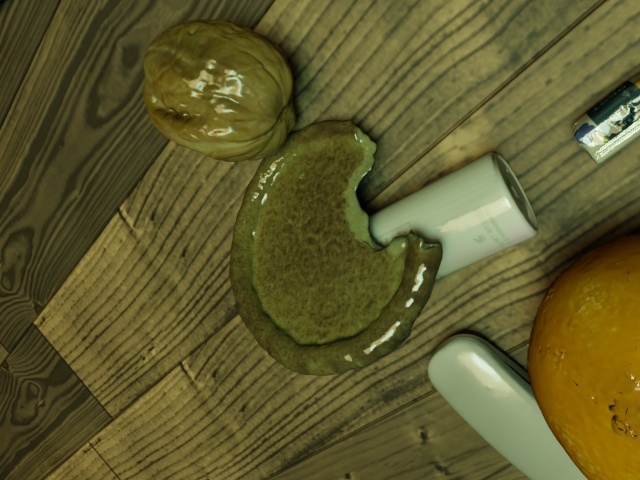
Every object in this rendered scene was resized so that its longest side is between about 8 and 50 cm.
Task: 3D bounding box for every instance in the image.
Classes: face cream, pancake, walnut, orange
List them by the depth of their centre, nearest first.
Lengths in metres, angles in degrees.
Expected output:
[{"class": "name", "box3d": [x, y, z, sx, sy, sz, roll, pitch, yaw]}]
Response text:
[{"class": "orange", "box3d": [0.306, 0.112, 0.421, 0.246, 0.246, 0.246, 9, 112, 22]}, {"class": "pancake", "box3d": [0.000, 0.000, 0.546, 0.286, 0.033, 0.288, 5, 80, 40]}, {"class": "walnut", "box3d": [-0.119, -0.168, 0.561, 0.184, 0.155, 0.155, 21, 116, 19]}, {"class": "face cream", "box3d": [0.064, 0.023, 0.575, 0.346, 0.102, 0.102, -27, 96, 30]}]

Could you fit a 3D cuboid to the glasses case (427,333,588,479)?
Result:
[{"class": "glasses case", "box3d": [0.231, 0.207, 0.589, 0.233, 0.059, 0.092, 41, 122, 5]}]

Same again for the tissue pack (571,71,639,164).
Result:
[{"class": "tissue pack", "box3d": [0.275, -0.114, 0.447, 0.042, 0.062, 0.083, 48, 121, 0]}]
